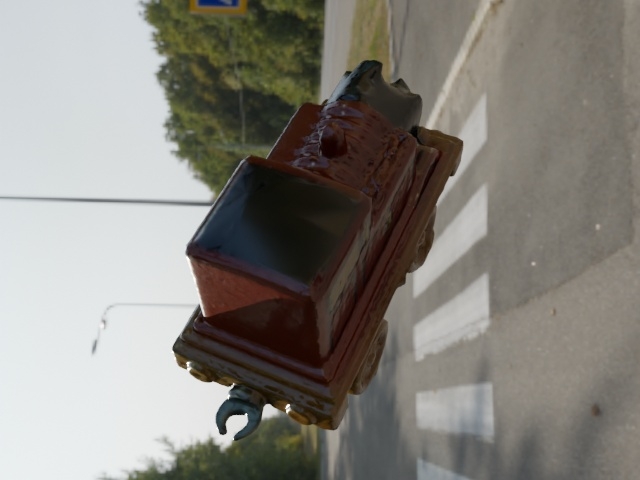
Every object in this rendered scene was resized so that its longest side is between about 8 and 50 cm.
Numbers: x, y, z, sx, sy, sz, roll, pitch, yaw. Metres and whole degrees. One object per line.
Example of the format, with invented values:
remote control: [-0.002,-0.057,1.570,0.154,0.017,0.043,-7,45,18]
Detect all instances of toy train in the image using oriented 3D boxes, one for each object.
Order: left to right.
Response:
toy train: [0.000,0.000,0.702,0.232,0.163,0.369,87,-153,-56]
